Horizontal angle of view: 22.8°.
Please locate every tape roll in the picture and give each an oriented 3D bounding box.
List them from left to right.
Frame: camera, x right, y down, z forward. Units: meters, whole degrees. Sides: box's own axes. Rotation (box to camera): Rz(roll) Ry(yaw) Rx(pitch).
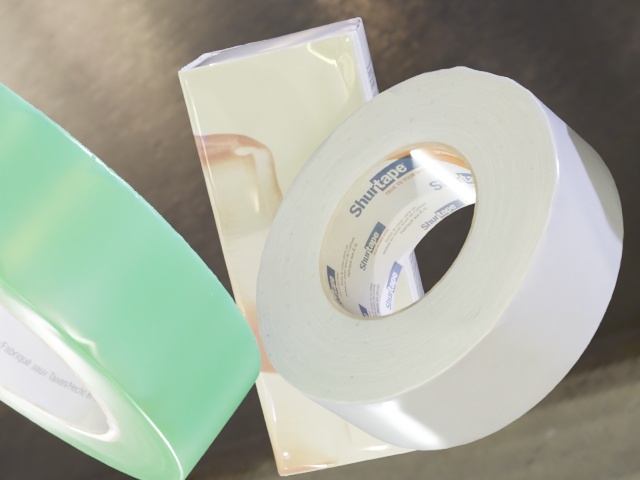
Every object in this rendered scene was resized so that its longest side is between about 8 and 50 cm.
[{"bbox_3d":[-0.183,0.007,0.861,0.077,0.321,0.321,-54,23,-18],"label":"tape roll"},{"bbox_3d":[0.065,0.009,0.936,0.219,0.072,0.219,-26,48,32],"label":"tape roll"}]

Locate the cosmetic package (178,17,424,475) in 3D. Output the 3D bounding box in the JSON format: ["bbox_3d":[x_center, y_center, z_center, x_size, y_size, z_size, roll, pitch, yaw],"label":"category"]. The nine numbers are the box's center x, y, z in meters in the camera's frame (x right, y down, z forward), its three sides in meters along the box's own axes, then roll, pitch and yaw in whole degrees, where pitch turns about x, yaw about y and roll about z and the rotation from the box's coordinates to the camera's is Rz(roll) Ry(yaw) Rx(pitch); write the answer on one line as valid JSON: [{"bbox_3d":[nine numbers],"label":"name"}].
[{"bbox_3d":[0.000,0.000,1.148,0.129,0.296,0.153,-12,9,6],"label":"cosmetic package"}]
